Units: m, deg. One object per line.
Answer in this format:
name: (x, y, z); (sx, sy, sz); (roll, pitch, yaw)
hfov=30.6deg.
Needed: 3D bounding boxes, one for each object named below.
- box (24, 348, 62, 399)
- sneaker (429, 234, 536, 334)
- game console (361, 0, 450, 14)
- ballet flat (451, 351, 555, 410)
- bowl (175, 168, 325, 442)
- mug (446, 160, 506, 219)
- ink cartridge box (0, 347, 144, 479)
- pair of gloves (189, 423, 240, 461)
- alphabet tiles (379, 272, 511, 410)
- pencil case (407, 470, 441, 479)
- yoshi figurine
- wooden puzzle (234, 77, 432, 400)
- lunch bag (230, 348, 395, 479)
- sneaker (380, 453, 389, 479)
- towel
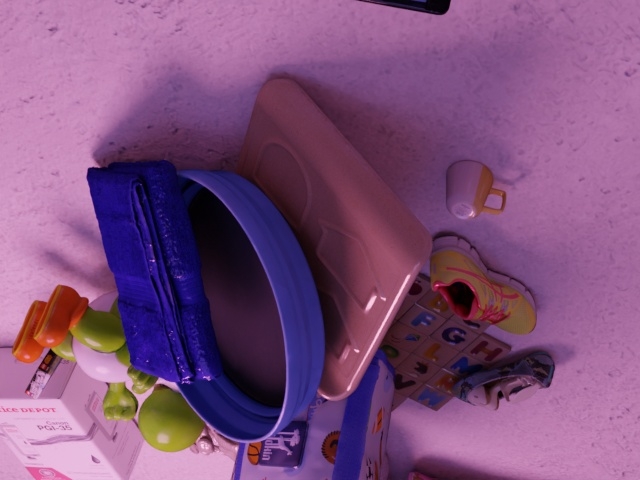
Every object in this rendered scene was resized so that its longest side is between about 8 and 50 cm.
box: (-0.448, 0.193, 1.982); (0.027, 0.137, 0.094); (31, 137, -6)
sneaker: (0.225, 0.086, 1.662); (0.208, 0.094, 0.081); (35, 135, -22)
game console: (0.091, -0.316, 1.278); (0.122, 0.107, 0.071); (12, 168, 7)
ballet flat: (0.280, 0.230, 1.817); (0.070, 0.070, 0.188); (40, 132, -24)
bowl: (-0.130, 0.086, 1.628); (0.391, 0.077, 0.391); (30, 129, 46)
mug: (0.198, -0.062, 1.528); (0.078, 0.064, 0.062); (-5, 134, 24)
ink cartridge box: (-0.485, 0.330, 2.163); (0.207, 0.117, 0.283); (-3, 136, 23)
pair of gloves: (-0.191, 0.349, 2.066); (0.240, 0.042, 0.204); (26, 149, 32)
alphabet tiles: (0.120, 0.164, 1.849); (0.285, 0.011, 0.342); (27, 138, -11)
pencil case: (0.320, 0.516, 2.063); (0.386, 0.160, 0.167); (10, 140, 10)
yoshi figurine: (-0.308, 0.226, 1.878); (0.362, 0.203, 0.203); (27, 107, -24)
wooden puzzle: (0.000, 0.000, 1.563); (0.322, 0.080, 0.348); (50, 141, 21)
lunch bag: (-0.014, 0.338, 1.769); (0.239, 0.328, 0.385); (15, 160, -10)
sneaker: (0.030, 0.481, 2.137); (0.210, 0.137, 0.366); (-4, 137, 21)
towel: (-0.245, 0.044, 1.635); (0.227, 0.076, 0.308); (2, 107, 54)
